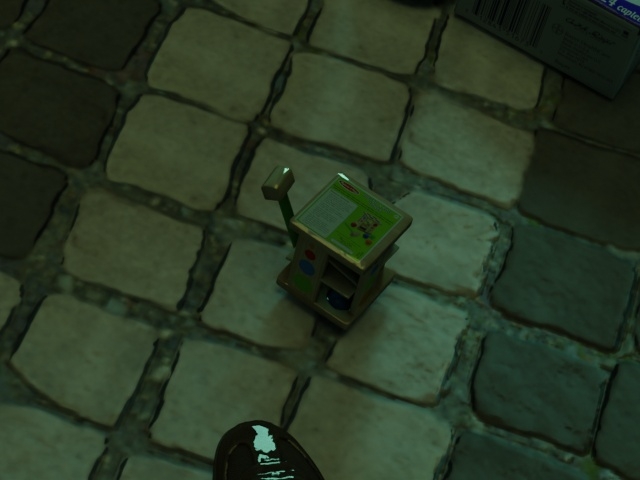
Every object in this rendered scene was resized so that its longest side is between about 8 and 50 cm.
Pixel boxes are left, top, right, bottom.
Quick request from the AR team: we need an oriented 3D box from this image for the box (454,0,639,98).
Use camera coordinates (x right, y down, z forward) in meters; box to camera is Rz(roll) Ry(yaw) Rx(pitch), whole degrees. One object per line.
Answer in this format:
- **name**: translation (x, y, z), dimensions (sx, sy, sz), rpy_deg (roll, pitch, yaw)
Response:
- **box**: translation (0.182, -0.184, 1.309), dimensions (0.126, 0.072, 0.137), rpy_deg (31, 50, 11)

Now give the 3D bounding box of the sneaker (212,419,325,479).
- **sneaker**: translation (-0.007, 0.160, 0.980), dimensions (0.066, 0.071, 0.188), rpy_deg (-7, 54, -18)

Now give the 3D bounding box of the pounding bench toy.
- **pounding bench toy**: translation (0.000, 0.000, 1.117), dimensions (0.083, 0.065, 0.052), rpy_deg (34, 52, 14)
